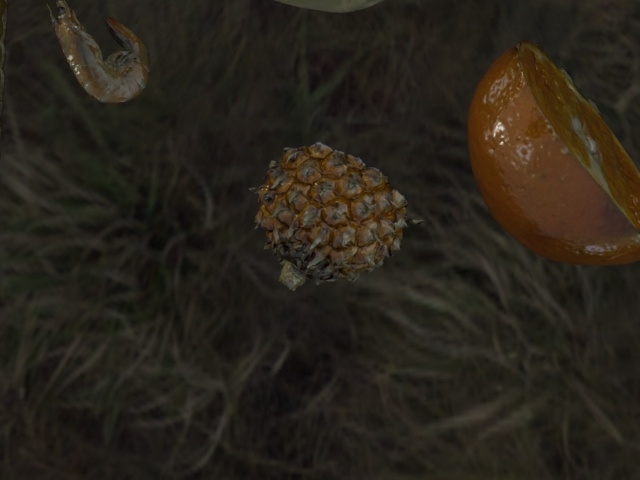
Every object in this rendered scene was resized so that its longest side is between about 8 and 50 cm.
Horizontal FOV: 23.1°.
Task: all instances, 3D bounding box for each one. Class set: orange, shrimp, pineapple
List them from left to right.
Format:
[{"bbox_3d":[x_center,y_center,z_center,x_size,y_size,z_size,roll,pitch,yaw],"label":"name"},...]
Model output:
[{"bbox_3d":[-0.263,-0.238,1.874,0.095,0.045,0.162,-27,77,-11],"label":"shrimp"},{"bbox_3d":[-0.003,-0.002,1.635,0.176,0.137,0.161,7,148,40],"label":"pineapple"},{"bbox_3d":[0.322,-0.100,1.979,0.310,0.274,0.274,13,108,-15],"label":"orange"}]

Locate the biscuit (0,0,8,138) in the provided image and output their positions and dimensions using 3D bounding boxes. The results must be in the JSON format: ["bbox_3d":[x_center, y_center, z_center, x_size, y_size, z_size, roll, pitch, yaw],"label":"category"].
[{"bbox_3d":[-0.299,-0.066,1.075,0.172,0.029,0.254,13,110,17],"label":"biscuit"}]

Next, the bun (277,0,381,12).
[{"bbox_3d":[0.016,-0.219,0.732,0.210,0.116,0.237,-35,130,-8],"label":"bun"}]
